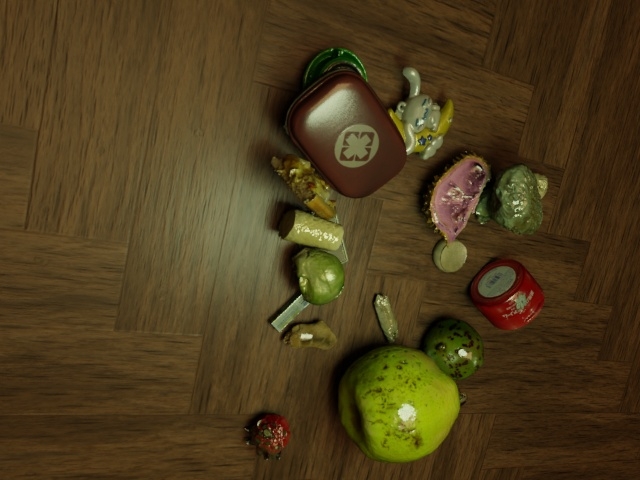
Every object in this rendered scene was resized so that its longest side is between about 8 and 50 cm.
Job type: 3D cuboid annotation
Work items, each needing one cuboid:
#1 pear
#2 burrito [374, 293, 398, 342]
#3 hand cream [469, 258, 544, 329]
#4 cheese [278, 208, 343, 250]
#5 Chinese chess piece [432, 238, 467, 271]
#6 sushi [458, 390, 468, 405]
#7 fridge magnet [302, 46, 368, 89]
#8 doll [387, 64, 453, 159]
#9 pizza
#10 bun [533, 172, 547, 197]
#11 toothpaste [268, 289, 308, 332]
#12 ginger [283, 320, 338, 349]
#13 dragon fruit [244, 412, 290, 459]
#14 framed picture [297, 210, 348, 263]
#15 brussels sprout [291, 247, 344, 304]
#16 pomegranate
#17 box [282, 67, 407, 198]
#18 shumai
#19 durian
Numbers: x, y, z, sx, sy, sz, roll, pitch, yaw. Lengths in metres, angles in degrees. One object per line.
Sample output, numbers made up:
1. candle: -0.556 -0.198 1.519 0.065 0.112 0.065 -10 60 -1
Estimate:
1. pear: 0.254 0.514 1.721 0.391 0.391 0.391 -6 105 -23
2. burrito: 0.225 0.261 1.816 0.058 0.045 0.188 -29 111 -23
3. hand cream: 0.654 0.187 1.894 0.230 0.230 0.149 -48 113 -7
4. cheese: -0.028 -0.025 1.572 0.167 0.123 0.093 18 71 -24
5. Chinese chess piece: 0.448 0.050 1.864 0.122 0.051 0.122 -7 106 -25
6. sushi: 0.440 0.608 1.971 0.226 0.103 0.097 -34 141 -16
7. fridge magnet: 0.047 -0.445 1.542 0.208 0.088 0.208 -9 112 -24
8. doll: 0.305 -0.380 1.663 0.237 0.111 0.252 18 104 -25
9. pizza: -0.031 -0.153 1.490 0.089 0.323 0.223 -41 83 7
10. bun: 0.781 -0.192 1.945 0.115 0.069 0.115 -7 107 -23
11. toothpaste: -0.088 0.213 1.670 0.164 0.034 0.046 -44 115 -9
12. ginger: -0.024 0.305 1.702 0.190 0.069 0.095 4 126 -26
13. dragon fruit: -0.158 0.612 1.687 0.121 0.130 0.142 20 134 -34
14. framed picture: 0.000 0.000 1.669 0.150 0.015 0.203 -22 111 -18
15. brussels sprout: -0.002 0.102 1.616 0.145 0.131 0.183 -18 97 -2
16. pomegranate: 0.478 0.381 1.884 0.263 0.211 0.211 16 96 -51
17. box: 0.081 -0.291 1.524 0.263 0.108 0.404 -38 130 8
18. shumai: 0.605 -0.130 1.777 0.261 0.222 0.225 44 52 -50
19. durian: 0.431 -0.163 1.778 0.191 0.112 0.341 34 79 -18
